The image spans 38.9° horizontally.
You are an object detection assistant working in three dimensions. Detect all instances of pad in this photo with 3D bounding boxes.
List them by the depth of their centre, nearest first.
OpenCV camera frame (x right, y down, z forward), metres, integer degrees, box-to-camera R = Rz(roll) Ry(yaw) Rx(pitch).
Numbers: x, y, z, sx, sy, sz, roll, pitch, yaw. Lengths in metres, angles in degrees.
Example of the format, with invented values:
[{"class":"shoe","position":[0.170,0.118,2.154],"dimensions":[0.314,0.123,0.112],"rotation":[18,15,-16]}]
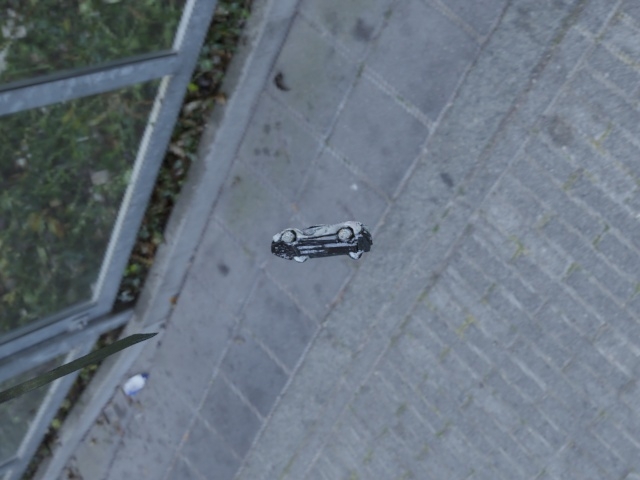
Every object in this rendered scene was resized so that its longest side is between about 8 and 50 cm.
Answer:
[{"class":"pad","position":[-0.253,0.127,0.864],"dimensions":[0.116,0.193,0.004],"rotation":[-13,100,64]}]

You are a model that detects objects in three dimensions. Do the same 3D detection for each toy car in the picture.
[{"class":"toy car","position":[0.000,0.000,0.816],"dimensions":[0.093,0.025,0.041],"rotation":[-3,152,12]}]
